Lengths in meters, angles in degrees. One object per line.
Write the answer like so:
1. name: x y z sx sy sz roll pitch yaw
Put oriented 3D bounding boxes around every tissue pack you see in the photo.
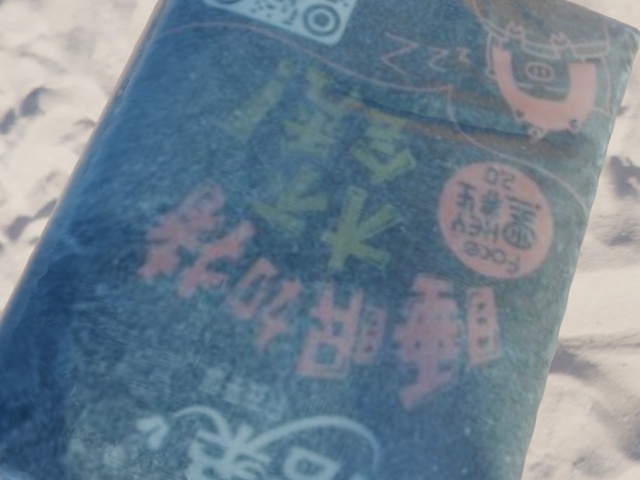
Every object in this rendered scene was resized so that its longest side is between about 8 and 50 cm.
1. tissue pack: 0.000 0.000 0.461 0.228 0.103 0.316 21 68 0
